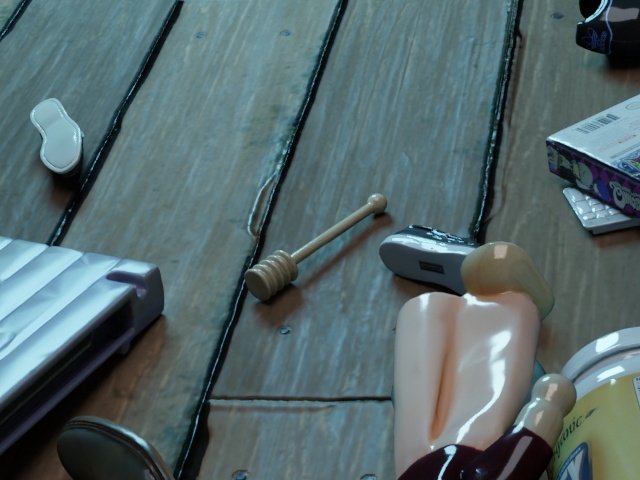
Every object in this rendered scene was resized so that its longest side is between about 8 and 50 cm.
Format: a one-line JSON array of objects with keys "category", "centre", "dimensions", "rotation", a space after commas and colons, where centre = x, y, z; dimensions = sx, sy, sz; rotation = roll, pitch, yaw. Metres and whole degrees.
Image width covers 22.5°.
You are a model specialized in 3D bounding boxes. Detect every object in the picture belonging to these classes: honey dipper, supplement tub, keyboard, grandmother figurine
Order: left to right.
[{"category": "honey dipper", "centre": [0.000, 0.000, 1.378], "dimensions": [0.030, 0.030, 0.160], "rotation": [23, 44, 36]}, {"category": "grandmother figurine", "centre": [0.078, 0.157, 1.022], "dimensions": [0.104, 0.208, 0.342], "rotation": [26, 37, -8]}, {"category": "supplement tub", "centre": [0.218, 0.162, 1.006], "dimensions": [0.144, 0.144, 0.200], "rotation": [-7, 35, 4]}, {"category": "keyboard", "centre": [0.341, -0.051, 1.383], "dimensions": [0.256, 0.014, 0.072], "rotation": [-11, 36, -3]}]

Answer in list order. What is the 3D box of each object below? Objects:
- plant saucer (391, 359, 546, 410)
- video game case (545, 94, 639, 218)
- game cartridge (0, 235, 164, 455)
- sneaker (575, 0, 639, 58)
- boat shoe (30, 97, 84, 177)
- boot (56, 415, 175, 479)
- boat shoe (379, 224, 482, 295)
[{"category": "plant saucer", "centre": [0.112, 0.105, 1.213], "dimensions": [0.119, 0.021, 0.119], "rotation": [-6, 36, 5]}, {"category": "video game case", "centre": [0.349, -0.082, 1.380], "dimensions": [0.232, 0.042, 0.210], "rotation": [-25, 34, -24]}, {"category": "game cartridge", "centre": [-0.307, 0.101, 1.247], "dimensions": [0.230, 0.068, 0.355], "rotation": [6, 28, 27]}, {"category": "sneaker", "centre": [0.310, -0.264, 1.624], "dimensions": [0.090, 0.081, 0.232], "rotation": [7, 39, 9]}, {"category": "boat shoe", "centre": [-0.248, -0.092, 1.549], "dimensions": [0.046, 0.038, 0.125], "rotation": [-35, 38, -3]}, {"category": "boot", "centre": [-0.140, 0.199, 1.089], "dimensions": [0.106, 0.082, 0.219], "rotation": [-30, 43, -31]}, {"category": "boat shoe", "centre": [0.114, 0.015, 1.314], "dimensions": [0.142, 0.049, 0.040], "rotation": [17, 43, 35]}]
